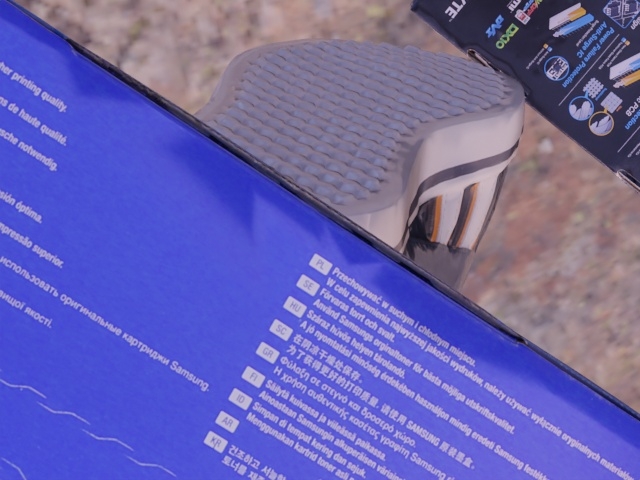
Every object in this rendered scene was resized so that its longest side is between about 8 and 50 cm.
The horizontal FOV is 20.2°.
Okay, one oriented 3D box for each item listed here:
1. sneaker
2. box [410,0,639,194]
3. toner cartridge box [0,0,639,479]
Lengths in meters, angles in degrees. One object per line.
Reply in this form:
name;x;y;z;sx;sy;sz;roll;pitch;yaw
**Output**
sneaker;0.000;0.000;0.721;0.126;0.321;0.127;13;109;14
box;0.264;-0.186;1.238;0.293;0.073;0.295;37;105;-5
toner cartridge box;-0.054;0.057;0.440;0.348;0.165;0.075;34;168;-15
